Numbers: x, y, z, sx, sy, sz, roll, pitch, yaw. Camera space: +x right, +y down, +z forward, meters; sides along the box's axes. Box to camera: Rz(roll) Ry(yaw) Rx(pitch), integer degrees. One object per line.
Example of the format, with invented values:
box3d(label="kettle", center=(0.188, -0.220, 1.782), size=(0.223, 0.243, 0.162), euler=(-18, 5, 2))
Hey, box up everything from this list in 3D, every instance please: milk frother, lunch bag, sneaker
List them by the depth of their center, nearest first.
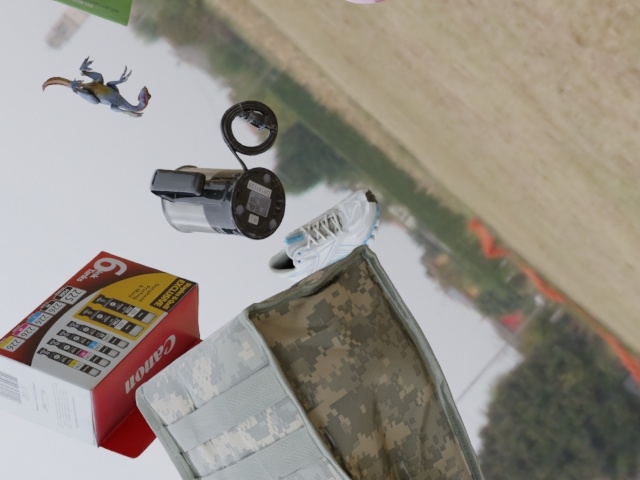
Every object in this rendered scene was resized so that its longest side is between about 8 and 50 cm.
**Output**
box3d(label="lunch bag", center=(0.004, 0.189, 0.929), size=(0.287, 0.169, 0.235), euler=(59, 143, 3))
box3d(label="milk frother", center=(-0.114, -0.083, 1.293), size=(0.134, 0.143, 0.129), euler=(6, 150, 45))
box3d(label="sneaker", center=(0.000, 0.000, 1.410), size=(0.083, 0.191, 0.071), euler=(9, -131, -38))

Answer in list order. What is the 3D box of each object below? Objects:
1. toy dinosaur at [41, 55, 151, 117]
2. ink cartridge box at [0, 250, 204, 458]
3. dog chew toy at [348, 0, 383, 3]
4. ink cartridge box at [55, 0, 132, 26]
box3d(label="toy dinosaur", center=(-0.207, -0.147, 1.075), size=(0.090, 0.047, 0.082), euler=(9, 167, 28))
box3d(label="ink cartridge box", center=(-0.332, 0.179, 1.806), size=(0.271, 0.130, 0.309), euler=(17, -142, 20))
box3d(label="dog chew toy", center=(0.030, -0.539, 1.748), size=(0.332, 0.206, 0.206), euler=(53, -174, 9))
box3d(label="ink cartridge box", center=(-0.175, -0.297, 0.911), size=(0.109, 0.209, 0.062), euler=(15, 173, -33))
